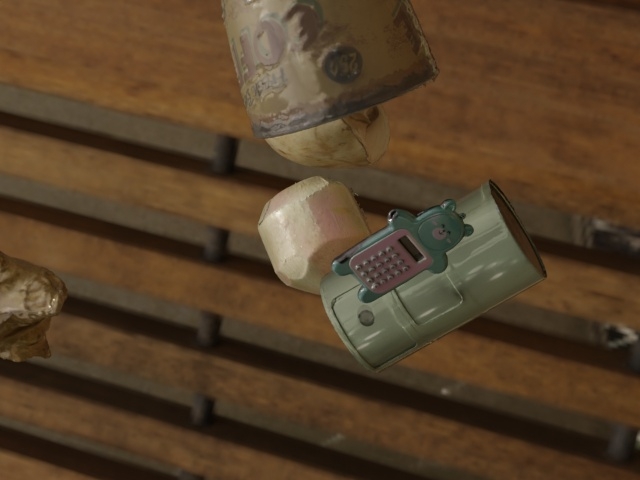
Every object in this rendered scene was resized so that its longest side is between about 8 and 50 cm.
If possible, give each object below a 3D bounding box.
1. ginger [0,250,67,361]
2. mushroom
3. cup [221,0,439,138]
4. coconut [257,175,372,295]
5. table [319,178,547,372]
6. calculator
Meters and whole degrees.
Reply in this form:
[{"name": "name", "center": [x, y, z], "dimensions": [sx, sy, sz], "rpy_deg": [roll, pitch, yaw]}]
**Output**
[{"name": "ginger", "center": [-0.416, 0.067, 1.659], "dimensions": [0.219, 0.270, 0.123], "rpy_deg": [61, -147, -21]}, {"name": "mushroom", "center": [-0.008, -0.219, 2.101], "dimensions": [0.254, 0.189, 0.195], "rpy_deg": [45, -138, -64]}, {"name": "cup", "center": [-0.020, -0.272, 1.520], "dimensions": [0.301, 0.227, 0.257], "rpy_deg": [7, 116, 69]}, {"name": "coconut", "center": [0.000, 0.000, 1.996], "dimensions": [0.183, 0.171, 0.171], "rpy_deg": [64, -167, 7]}, {"name": "table", "center": [0.123, 0.042, 1.438], "dimensions": [0.126, 0.220, 0.126], "rpy_deg": [54, -164, -22]}, {"name": "calculator", "center": [0.083, 0.010, 1.288], "dimensions": [0.094, 0.141, 0.019], "rpy_deg": [47, -161, -34]}]
